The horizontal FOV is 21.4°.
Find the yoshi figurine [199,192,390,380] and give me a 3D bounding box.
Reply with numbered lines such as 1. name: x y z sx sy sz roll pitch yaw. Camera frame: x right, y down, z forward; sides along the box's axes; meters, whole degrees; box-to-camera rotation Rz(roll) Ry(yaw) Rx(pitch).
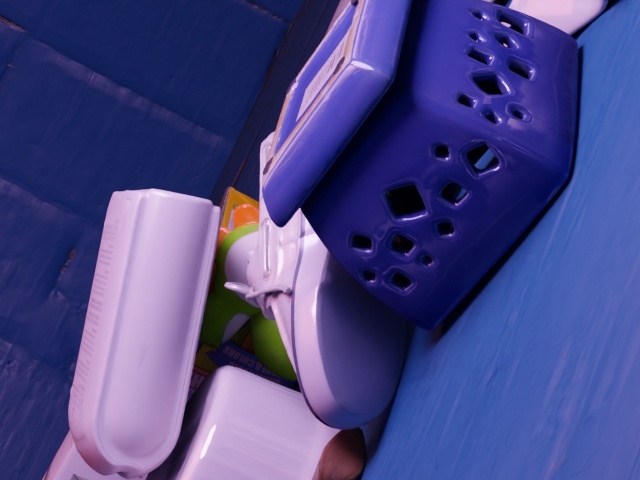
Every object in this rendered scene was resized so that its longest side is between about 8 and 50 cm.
1. yoshi figurine: 0.021 0.015 1.865 0.362 0.203 0.203 -45 52 19

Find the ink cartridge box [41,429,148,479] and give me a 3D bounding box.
1. ink cartridge box: -0.270 0.361 2.183 0.273 0.198 0.115 -60 10 14

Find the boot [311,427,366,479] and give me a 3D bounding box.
1. boot: 0.003 0.239 1.594 0.118 0.042 0.087 -62 -1 -43

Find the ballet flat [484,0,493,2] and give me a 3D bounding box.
1. ballet flat: 0.180 -0.301 2.005 0.248 0.086 0.086 -55 12 37

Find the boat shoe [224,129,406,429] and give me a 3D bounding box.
1. boat shoe: -0.021 0.032 1.682 0.156 0.136 0.367 -29 53 36

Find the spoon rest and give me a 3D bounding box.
1. spoon rest: 0.233 -0.238 1.638 0.137 0.084 0.276 -63 -3 -9

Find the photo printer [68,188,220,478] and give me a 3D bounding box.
1. photo printer: -0.195 0.100 1.823 0.256 0.107 0.307 -178 100 -77

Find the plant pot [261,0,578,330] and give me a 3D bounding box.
1. plant pot: 0.084 -0.100 1.553 0.236 0.212 0.236 -52 14 37

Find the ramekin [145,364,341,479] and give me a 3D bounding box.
1. ramekin: -0.100 0.264 1.762 0.277 0.135 0.277 -59 10 17

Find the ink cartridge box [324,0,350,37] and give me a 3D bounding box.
1. ink cartridge box: 0.060 -0.213 2.178 0.223 0.129 0.307 165 128 -81

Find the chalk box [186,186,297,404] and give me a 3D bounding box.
1. chalk box: -0.111 0.118 2.098 0.289 0.179 0.180 -58 12 28
